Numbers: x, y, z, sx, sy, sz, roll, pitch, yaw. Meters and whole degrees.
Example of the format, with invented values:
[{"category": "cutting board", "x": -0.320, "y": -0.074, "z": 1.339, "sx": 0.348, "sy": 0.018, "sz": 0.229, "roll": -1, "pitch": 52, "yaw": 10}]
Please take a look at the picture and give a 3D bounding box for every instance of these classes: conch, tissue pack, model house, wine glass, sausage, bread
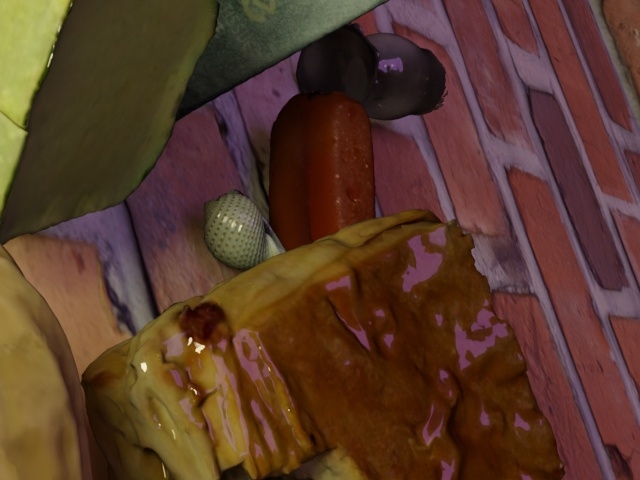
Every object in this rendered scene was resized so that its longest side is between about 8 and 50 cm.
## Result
[{"category": "conch", "x": -0.067, "y": -0.004, "z": 1.155, "sx": 0.085, "sy": 0.056, "sz": 0.076, "roll": 58, "pitch": 11, "yaw": -15}, {"category": "tissue pack", "x": -0.076, "y": -0.229, "z": 1.109, "sx": 0.185, "sy": 0.257, "sz": 0.081, "roll": 57, "pitch": 25, "yaw": -15}, {"category": "model house", "x": -0.196, "y": -0.142, "z": 0.864, "sx": 0.189, "sy": 0.214, "sz": 0.195, "roll": 29, "pitch": 25, "yaw": 13}, {"category": "wine glass", "x": 0.065, "y": -0.185, "z": 1.506, "sx": 0.222, "sy": 0.103, "sz": 0.103, "roll": -6, "pitch": 73, "yaw": -63}, {"category": "sausage", "x": 0.000, "y": 0.000, "z": 1.231, "sx": 0.102, "sy": 0.102, "sz": 0.330, "roll": 36, "pitch": 40, "yaw": -44}, {"category": "bread", "x": 0.000, "y": 0.155, "z": 0.996, "sx": 0.370, "sy": 0.191, "sz": 0.314, "roll": -31, "pitch": 101, "yaw": -48}]

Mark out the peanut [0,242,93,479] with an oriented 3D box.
[{"category": "peanut", "x": -0.182, "y": 0.145, "z": 0.690, "sx": 0.158, "sy": 0.174, "sz": 0.340, "roll": -16, "pitch": 83, "yaw": -30}]
